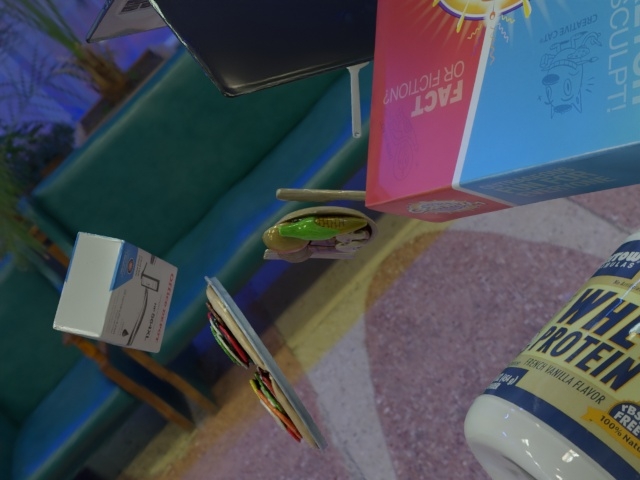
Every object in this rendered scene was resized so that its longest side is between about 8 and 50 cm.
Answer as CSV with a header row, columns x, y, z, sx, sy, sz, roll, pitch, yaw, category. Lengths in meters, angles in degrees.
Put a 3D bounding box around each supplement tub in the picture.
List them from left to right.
x,y,z,sx,sy,sz,roll,pitch,yaw,category
0.305,0.125,0.781,0.316,0.228,0.228,-44,26,-12,supplement tub

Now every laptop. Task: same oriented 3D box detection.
x,y,z,sx,sy,sz,roll,pitch,yaw,category
-0.081,-0.298,1.304,0.382,0.236,0.408,-20,0,-28,laptop

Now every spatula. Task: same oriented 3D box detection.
x,y,z,sx,sy,sz,roll,pitch,yaw,category
0.119,-0.281,1.632,0.168,0.242,0.019,0,46,5,spatula

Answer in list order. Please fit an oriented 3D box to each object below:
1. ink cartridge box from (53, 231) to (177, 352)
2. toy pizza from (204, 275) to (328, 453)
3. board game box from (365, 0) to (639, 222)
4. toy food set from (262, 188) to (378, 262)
x,y,z,sx,sy,sz,roll,pitch,yaw,category
-0.307,0.085,1.385,0.086,0.203,0.148,8,80,16,ink cartridge box
-0.059,0.122,0.852,0.032,0.201,0.201,-34,25,-8,toy pizza
0.126,-0.182,0.507,0.242,0.064,0.316,-12,72,58,board game box
0.000,0.000,1.017,0.192,0.132,0.038,108,161,-67,toy food set
